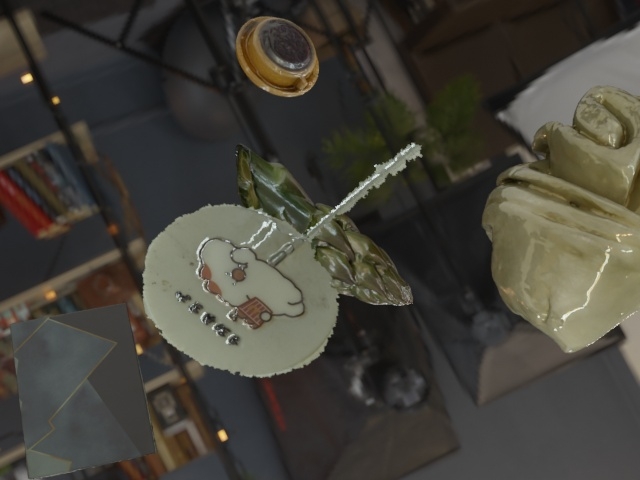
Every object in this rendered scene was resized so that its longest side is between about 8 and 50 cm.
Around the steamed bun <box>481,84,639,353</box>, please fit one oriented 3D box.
[{"bbox_3d":[0.289,-0.038,1.325,0.289,0.203,0.276,-37,-173,-11],"label":"steamed bun"}]

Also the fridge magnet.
[{"bbox_3d":[-0.063,-0.287,1.892,0.143,0.143,0.063,-21,168,-38],"label":"fridge magnet"}]

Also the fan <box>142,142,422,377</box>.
[{"bbox_3d":[-0.028,0.010,1.112,0.329,0.191,0.009,-41,-166,28],"label":"fan"}]

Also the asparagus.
[{"bbox_3d":[0.000,0.000,1.306,0.080,0.080,0.287,-32,130,33],"label":"asparagus"}]

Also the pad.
[{"bbox_3d":[-0.315,0.191,1.607,0.163,0.243,0.004,-11,144,-10],"label":"pad"}]
